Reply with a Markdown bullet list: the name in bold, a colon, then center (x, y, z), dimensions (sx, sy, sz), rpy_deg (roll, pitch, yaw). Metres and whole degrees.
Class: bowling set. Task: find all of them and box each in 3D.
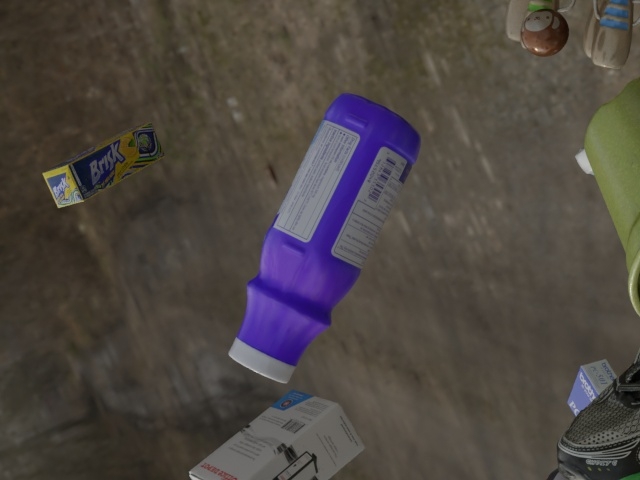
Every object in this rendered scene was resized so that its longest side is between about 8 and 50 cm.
- **bowling set**: center (0.317, -0.283, 1.523), dimensions (0.287, 0.200, 0.154), rpy_deg (17, 105, 27)

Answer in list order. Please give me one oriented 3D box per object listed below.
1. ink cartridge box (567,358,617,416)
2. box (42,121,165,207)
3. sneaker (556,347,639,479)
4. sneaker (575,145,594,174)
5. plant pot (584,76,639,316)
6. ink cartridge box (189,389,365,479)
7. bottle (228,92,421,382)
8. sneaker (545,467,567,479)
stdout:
- **ink cartridge box**: center (0.429, 0.281, 1.889), dimensions (0.097, 0.046, 0.207), rpy_deg (96, 155, -48)
- **box**: center (-0.291, -0.103, 1.786), dimensions (0.059, 0.169, 0.054), rpy_deg (-12, 106, 40)
- **sneaker**: center (0.311, 0.076, 1.100), dimensions (0.134, 0.343, 0.146), rpy_deg (12, 139, 57)
- **sneaker**: center (0.547, -0.138, 1.865), dimensions (0.135, 0.365, 0.150), rpy_deg (104, 145, -79)
- **plant pot**: center (0.464, -0.070, 1.660), dimensions (0.276, 0.276, 0.254), rpy_deg (82, 171, -47)
- **ink cartridge box**: center (-0.063, 0.310, 1.860), dimensions (0.086, 0.203, 0.148), rpy_deg (60, 158, -18)
- **bottle**: center (0.000, 0.000, 1.298), dimensions (0.092, 0.283, 0.118), rpy_deg (26, 180, 20)
- **sneaker**: center (0.291, 0.384, 1.430), dimensions (0.180, 0.124, 0.321), rpy_deg (-15, 108, 56)
